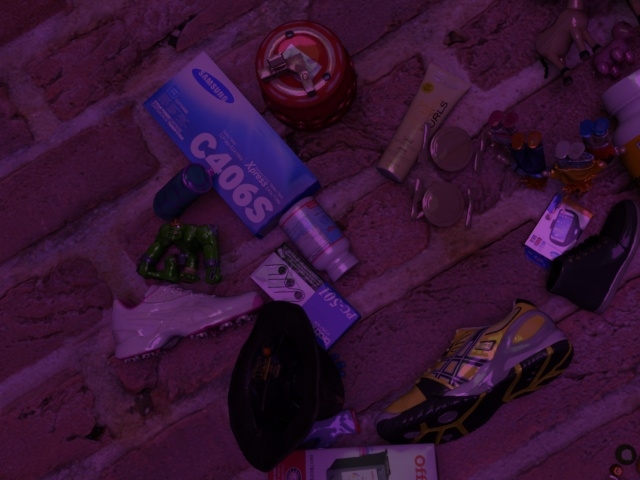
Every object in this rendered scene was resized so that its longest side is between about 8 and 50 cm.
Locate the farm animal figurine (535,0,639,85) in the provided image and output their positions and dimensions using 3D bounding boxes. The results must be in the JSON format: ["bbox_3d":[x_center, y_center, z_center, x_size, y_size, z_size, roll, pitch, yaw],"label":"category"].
[{"bbox_3d":[0.554,-0.455,1.600,0.330,0.326,0.172,-19,65,-3],"label":"farm animal figurine"}]

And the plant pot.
[{"bbox_3d":[-0.027,-0.319,1.690,0.191,0.174,0.191,-1,82,4],"label":"plant pot"}]

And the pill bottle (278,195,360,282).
[{"bbox_3d":[0.000,0.000,1.695,0.087,0.087,0.160,-40,82,0],"label":"pill bottle"}]

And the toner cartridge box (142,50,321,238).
[{"bbox_3d":[-0.173,-0.186,1.738,0.165,0.075,0.348,-42,82,-1],"label":"toner cartridge box"}]

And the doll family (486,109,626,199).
[{"bbox_3d":[0.416,-0.143,1.622,0.263,0.163,0.118,11,73,27],"label":"doll family"}]

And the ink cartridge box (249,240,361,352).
[{"bbox_3d":[-0.028,0.108,1.698,0.207,0.046,0.097,43,83,10],"label":"ink cartridge box"}]

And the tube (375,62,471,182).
[{"bbox_3d":[0.192,-0.227,1.717,0.070,0.062,0.240,37,82,-32],"label":"tube"}]

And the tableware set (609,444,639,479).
[{"bbox_3d":[0.603,0.445,1.624,0.154,0.024,0.104,26,84,9],"label":"tableware set"}]

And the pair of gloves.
[{"bbox_3d":[-0.015,0.306,1.696,0.159,0.023,0.198,-16,79,5],"label":"pair of gloves"}]

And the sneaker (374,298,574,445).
[{"bbox_3d":[0.269,0.252,1.638,0.385,0.145,0.147,-29,51,4],"label":"sneaker"}]

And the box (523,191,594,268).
[{"bbox_3d":[0.447,-0.014,1.683,0.081,0.028,0.136,32,86,8],"label":"box"}]

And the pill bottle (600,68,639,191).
[{"bbox_3d":[0.650,-0.152,1.598,0.188,0.188,0.333,-28,81,2],"label":"pill bottle"}]

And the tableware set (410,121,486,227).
[{"bbox_3d":[0.239,-0.123,1.707,0.128,0.039,0.194,9,91,-13],"label":"tableware set"}]

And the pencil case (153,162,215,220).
[{"bbox_3d":[-0.265,-0.093,1.704,0.070,0.152,0.064,-18,82,-38],"label":"pencil case"}]

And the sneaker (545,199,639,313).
[{"bbox_3d":[0.504,0.015,1.632,0.118,0.083,0.222,21,87,-12],"label":"sneaker"}]

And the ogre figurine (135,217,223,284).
[{"bbox_3d":[-0.266,0.023,1.715,0.197,0.097,0.118,-6,68,49],"label":"ogre figurine"}]

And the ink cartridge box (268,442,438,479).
[{"bbox_3d":[0.064,0.489,1.586,0.306,0.131,0.226,-6,63,7],"label":"ink cartridge box"}]

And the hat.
[{"bbox_3d":[-0.041,0.267,1.595,0.134,0.331,0.331,17,85,-28],"label":"hat"}]

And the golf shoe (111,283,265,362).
[{"bbox_3d":[-0.262,0.133,1.696,0.306,0.115,0.140,-18,79,2],"label":"golf shoe"}]

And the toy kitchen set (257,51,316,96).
[{"bbox_3d":[-0.061,-0.286,1.565,0.083,0.068,0.075,-22,82,2],"label":"toy kitchen set"}]
